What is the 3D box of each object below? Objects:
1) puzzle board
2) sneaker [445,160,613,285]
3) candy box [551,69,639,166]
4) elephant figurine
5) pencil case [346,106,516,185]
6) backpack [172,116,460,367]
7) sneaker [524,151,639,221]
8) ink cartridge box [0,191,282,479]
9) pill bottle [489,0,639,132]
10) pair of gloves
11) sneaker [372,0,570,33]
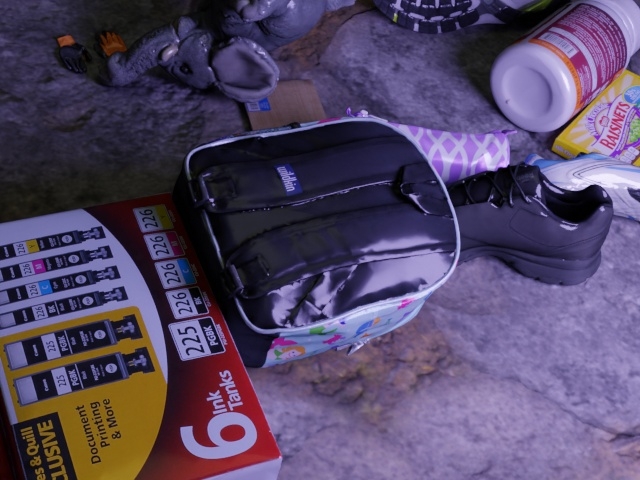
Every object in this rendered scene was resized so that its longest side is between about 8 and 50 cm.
[{"bbox_3d":[-0.041,-0.150,1.344,0.096,0.011,0.128,-6,50,-16],"label":"puzzle board"},{"bbox_3d":[0.183,-0.035,1.210,0.286,0.130,0.109,4,50,-7],"label":"sneaker"},{"bbox_3d":[0.392,-0.148,1.428,0.105,0.027,0.206,31,49,20],"label":"candy box"},{"bbox_3d":[-0.115,-0.247,1.329,0.186,0.239,0.169,40,31,3],"label":"elephant figurine"},{"bbox_3d":[0.119,-0.099,1.280,0.206,0.086,0.088,8,92,-10],"label":"pencil case"},{"bbox_3d":[0.000,0.000,1.087,0.254,0.191,0.225,-17,69,-17],"label":"backpack"},{"bbox_3d":[0.352,-0.069,1.307,0.237,0.085,0.086,3,57,-11],"label":"sneaker"},{"bbox_3d":[-0.218,0.130,0.972,0.272,0.130,0.309,-13,53,-21],"label":"ink cartridge box"},{"bbox_3d":[0.326,-0.239,1.431,0.121,0.121,0.221,37,51,20],"label":"pill bottle"},{"bbox_3d":[-0.282,-0.235,1.368,0.083,0.010,0.074,-14,53,-23],"label":"pair of gloves"},{"bbox_3d":[0.197,-0.361,1.540,0.300,0.111,0.121,-1,38,-21],"label":"sneaker"}]
